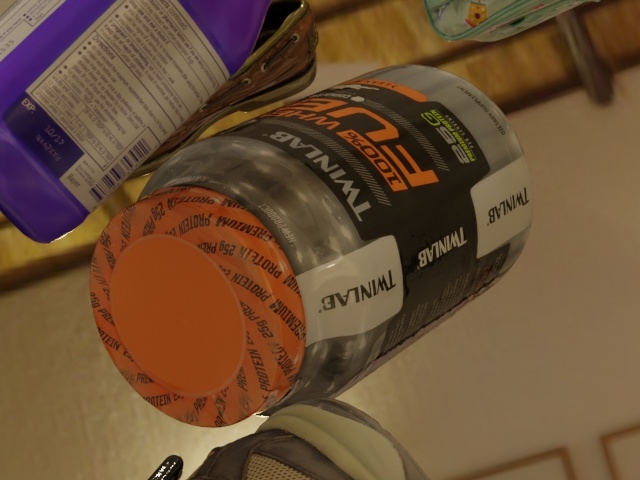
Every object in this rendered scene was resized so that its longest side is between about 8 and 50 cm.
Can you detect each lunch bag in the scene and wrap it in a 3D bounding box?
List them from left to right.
[{"bbox_3d":[0.229,-0.355,1.748,0.108,0.224,0.279,-1,-16,-44],"label":"lunch bag"}]

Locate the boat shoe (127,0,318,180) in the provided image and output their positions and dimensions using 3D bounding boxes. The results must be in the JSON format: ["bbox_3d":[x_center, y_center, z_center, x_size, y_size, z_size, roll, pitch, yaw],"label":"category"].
[{"bbox_3d":[-0.142,-0.167,1.566,0.307,0.110,0.104,-32,-28,-20],"label":"boat shoe"}]

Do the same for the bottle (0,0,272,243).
[{"bbox_3d":[-0.097,-0.130,0.878,0.283,0.092,0.118,-46,-40,-7],"label":"bottle"}]

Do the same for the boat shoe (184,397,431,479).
[{"bbox_3d":[0.032,0.178,0.624,0.130,0.132,0.355,-22,20,-24],"label":"boat shoe"}]

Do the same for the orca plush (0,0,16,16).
[{"bbox_3d":[-0.295,-0.231,1.167,0.151,0.287,0.102,-32,9,-14],"label":"orca plush"}]

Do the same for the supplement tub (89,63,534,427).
[{"bbox_3d":[0.000,0.000,1.058,0.194,0.193,0.316,-30,0,38],"label":"supplement tub"}]

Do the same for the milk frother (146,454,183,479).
[{"bbox_3d":[-0.094,0.264,1.286,0.129,0.134,0.143,12,-47,26],"label":"milk frother"}]
